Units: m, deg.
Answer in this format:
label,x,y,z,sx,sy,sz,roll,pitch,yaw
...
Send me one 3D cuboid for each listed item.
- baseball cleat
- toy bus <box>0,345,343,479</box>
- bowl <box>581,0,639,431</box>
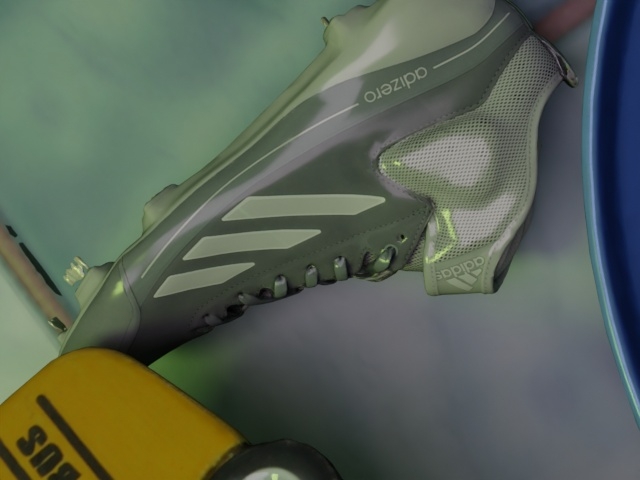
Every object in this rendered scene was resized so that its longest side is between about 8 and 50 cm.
label,x,y,z,sx,sy,sz,roll,pitch,yaw
baseball cleat,0.000,0.000,0.610,0.109,0.072,0.206,45,107,5
toy bus,0.007,0.169,0.533,0.130,0.108,0.332,-41,54,-8
bowl,0.265,-0.023,0.484,0.391,0.077,0.391,2,94,32
